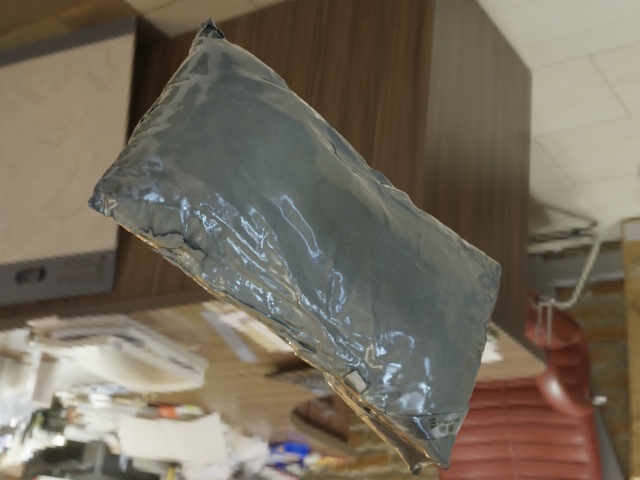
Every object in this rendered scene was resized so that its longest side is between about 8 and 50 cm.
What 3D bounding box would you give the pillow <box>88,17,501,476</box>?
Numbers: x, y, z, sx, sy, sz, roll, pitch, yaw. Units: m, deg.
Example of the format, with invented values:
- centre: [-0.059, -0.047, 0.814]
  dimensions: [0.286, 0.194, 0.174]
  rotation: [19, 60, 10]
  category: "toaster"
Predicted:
- centre: [0.000, 0.000, 0.543]
  dimensions: [0.230, 0.148, 0.050]
  rotation: [41, 134, -16]
  category: "pillow"
